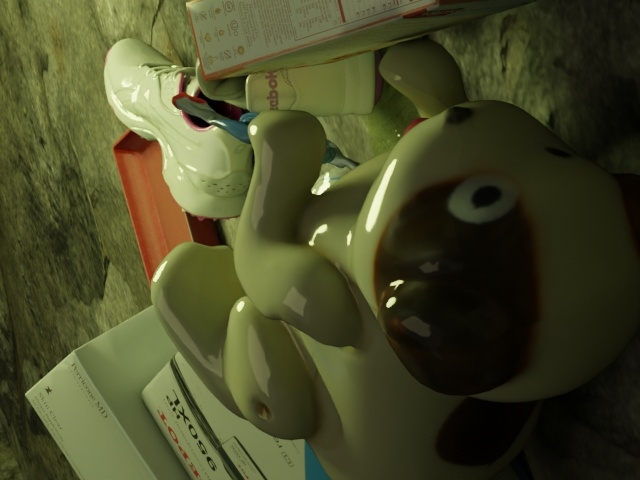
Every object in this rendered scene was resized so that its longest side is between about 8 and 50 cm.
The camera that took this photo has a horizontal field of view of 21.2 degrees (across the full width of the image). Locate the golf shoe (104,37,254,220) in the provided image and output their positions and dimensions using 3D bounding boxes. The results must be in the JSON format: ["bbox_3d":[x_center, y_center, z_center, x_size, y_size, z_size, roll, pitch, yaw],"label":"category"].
[{"bbox_3d":[-0.156,-0.160,1.998,0.306,0.115,0.140,52,139,35],"label":"golf shoe"}]

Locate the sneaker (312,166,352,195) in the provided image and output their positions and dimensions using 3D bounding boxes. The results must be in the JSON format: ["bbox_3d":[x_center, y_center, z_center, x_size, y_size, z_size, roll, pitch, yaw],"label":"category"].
[{"bbox_3d":[0.000,0.000,1.695,0.237,0.085,0.086,132,145,-64],"label":"sneaker"}]

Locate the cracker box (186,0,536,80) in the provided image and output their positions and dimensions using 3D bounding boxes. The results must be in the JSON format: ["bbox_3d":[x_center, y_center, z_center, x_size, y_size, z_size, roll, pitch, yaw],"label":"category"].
[{"bbox_3d":[0.037,-0.180,1.269,0.232,0.156,0.067,-11,92,41],"label":"cracker box"}]

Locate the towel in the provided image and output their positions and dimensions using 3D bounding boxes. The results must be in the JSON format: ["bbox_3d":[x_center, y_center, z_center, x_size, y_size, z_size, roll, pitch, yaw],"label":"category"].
[{"bbox_3d":[0.070,-0.125,1.526,0.148,0.027,0.110,138,116,-68],"label":"towel"}]

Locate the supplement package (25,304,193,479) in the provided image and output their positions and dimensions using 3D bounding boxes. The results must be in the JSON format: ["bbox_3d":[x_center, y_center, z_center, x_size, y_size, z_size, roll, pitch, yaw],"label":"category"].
[{"bbox_3d":[-0.156,0.210,1.897,0.262,0.204,0.145,56,140,5],"label":"supplement package"}]

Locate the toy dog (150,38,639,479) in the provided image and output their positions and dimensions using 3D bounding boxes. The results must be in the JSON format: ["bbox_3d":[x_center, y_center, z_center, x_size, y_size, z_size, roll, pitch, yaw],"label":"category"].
[{"bbox_3d":[0.080,0.050,1.269,0.395,0.285,0.408,70,157,13],"label":"toy dog"}]

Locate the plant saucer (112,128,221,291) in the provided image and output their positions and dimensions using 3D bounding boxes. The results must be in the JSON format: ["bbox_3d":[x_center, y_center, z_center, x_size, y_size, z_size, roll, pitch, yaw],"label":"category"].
[{"bbox_3d":[-0.192,-0.031,2.234,0.258,0.048,0.259,154,101,-69],"label":"plant saucer"}]

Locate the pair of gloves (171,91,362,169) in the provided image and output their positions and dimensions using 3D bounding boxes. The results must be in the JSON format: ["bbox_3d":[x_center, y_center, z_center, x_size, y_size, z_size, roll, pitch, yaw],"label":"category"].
[{"bbox_3d":[-0.032,-0.093,1.544,0.159,0.198,0.023,26,99,30],"label":"pair of gloves"}]

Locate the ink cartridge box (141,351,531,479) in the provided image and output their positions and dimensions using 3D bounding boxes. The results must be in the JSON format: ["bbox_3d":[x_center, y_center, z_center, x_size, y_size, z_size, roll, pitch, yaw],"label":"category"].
[{"bbox_3d":[-0.002,0.188,1.647,0.285,0.166,0.395,58,157,6],"label":"ink cartridge box"}]

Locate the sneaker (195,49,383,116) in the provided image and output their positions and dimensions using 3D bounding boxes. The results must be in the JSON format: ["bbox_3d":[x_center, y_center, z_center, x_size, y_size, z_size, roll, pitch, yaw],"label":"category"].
[{"bbox_3d":[-0.058,-0.197,1.574,0.305,0.152,0.114,-131,34,-57],"label":"sneaker"}]
